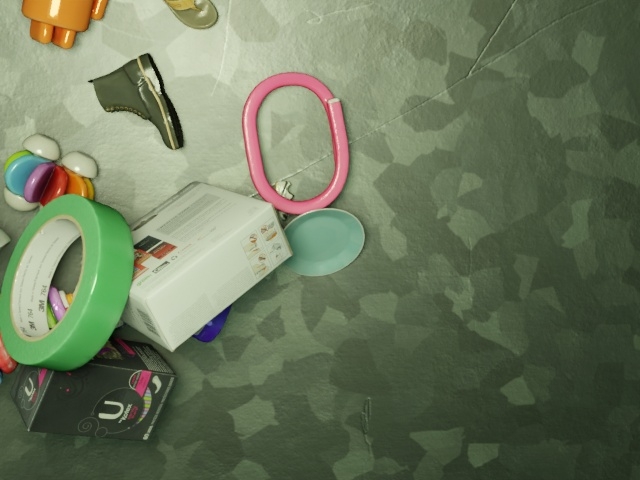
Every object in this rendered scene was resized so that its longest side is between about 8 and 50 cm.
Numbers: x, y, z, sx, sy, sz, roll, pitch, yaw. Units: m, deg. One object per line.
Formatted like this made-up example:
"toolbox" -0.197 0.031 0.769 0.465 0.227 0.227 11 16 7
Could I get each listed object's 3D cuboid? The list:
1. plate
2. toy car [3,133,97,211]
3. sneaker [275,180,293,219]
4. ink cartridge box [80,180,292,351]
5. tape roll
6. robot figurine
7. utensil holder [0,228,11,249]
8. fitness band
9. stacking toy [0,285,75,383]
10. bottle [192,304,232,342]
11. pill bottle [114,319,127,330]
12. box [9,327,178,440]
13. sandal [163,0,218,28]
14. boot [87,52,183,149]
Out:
"plate" 0.000 0.000 1.729 0.188 0.024 0.188 -8 132 -9
"toy car" -0.541 -0.112 1.618 0.182 0.136 0.159 26 100 -11
"sneaker" -0.073 -0.085 1.726 0.037 0.032 0.083 -7 104 -4
"ink cartridge box" -0.263 0.034 1.585 0.309 0.272 0.130 -39 126 -26
"tape roll" -0.472 0.076 1.505 0.077 0.321 0.321 24 101 -44
"robot figurine" -0.489 -0.478 1.542 0.158 0.128 0.219 16 101 -2
"utensil holder" -0.833 -0.044 1.516 0.327 0.327 0.385 -37 101 3
"fitness band" -0.050 -0.198 1.677 0.209 0.054 0.291 -10 98 -8
"stacking toy" -0.572 0.156 1.688 0.302 0.166 0.175 -22 108 -15
"bottle" -0.324 0.100 1.700 0.283 0.118 0.092 32 128 -11
"pill bottle" -0.432 0.154 1.698 0.120 0.067 0.067 -23 109 -41
"box" -0.458 0.294 1.661 0.270 0.143 0.165 17 102 -40
"sandal" -0.279 -0.486 1.603 0.072 0.049 0.180 -42 103 5
"boot" -0.367 -0.258 1.642 0.137 0.077 0.198 -21 91 4
